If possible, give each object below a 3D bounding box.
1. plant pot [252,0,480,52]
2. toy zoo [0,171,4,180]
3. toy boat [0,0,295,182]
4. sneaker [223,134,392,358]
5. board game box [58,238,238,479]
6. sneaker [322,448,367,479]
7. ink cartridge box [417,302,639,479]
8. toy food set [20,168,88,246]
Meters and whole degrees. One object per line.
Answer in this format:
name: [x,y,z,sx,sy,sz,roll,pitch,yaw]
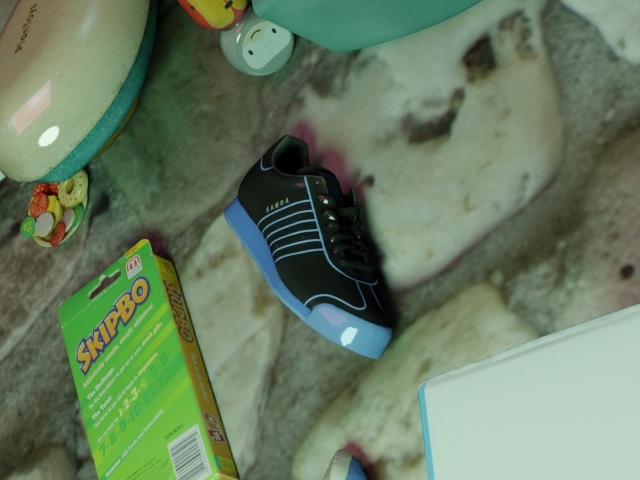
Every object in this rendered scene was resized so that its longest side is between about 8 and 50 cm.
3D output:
plant pot: [0.053,-0.271,1.408,0.234,0.165,0.165,-34,52,35]
toy zoo: [-0.405,-0.081,1.743,0.293,0.030,0.192,-41,42,-8]
toy boat: [-0.178,-0.167,1.569,0.318,0.148,0.267,-20,41,36]
sneaker: [0.000,0.000,1.381,0.090,0.081,0.232,-57,45,16]
board game box: [-0.157,0.131,1.492,0.124,0.039,0.259,-37,54,22]
sneaker: [0.038,0.220,1.277,0.152,0.084,0.058,-85,15,-64]
ink cartridge box: [0.218,0.179,0.985,0.197,0.270,0.198,-23,58,30]
toy food set: [-0.258,-0.032,1.659,0.083,0.020,0.082,-3,70,39]
